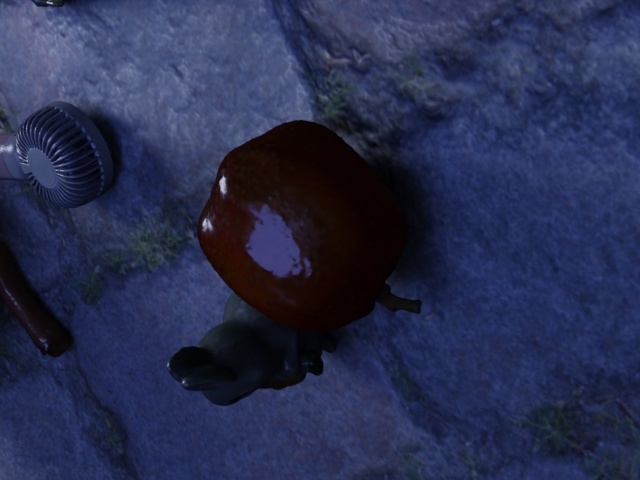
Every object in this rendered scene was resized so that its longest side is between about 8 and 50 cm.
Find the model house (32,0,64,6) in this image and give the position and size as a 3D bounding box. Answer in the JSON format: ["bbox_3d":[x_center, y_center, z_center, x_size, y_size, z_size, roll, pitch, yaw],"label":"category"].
[{"bbox_3d":[-0.355,-0.436,1.856,0.205,0.218,0.279,-156,87,-79],"label":"model house"}]

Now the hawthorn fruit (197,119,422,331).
[{"bbox_3d":[0.000,0.000,1.664,0.253,0.205,0.205,38,130,19],"label":"hawthorn fruit"}]

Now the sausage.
[{"bbox_3d":[-0.399,0.083,2.166,0.177,0.040,0.047,53,135,13],"label":"sausage"}]

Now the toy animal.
[{"bbox_3d":[-0.083,0.118,1.746,0.127,0.251,0.125,5,115,41],"label":"toy animal"}]

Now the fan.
[{"bbox_3d":[-0.356,-0.108,2.027,0.244,0.074,0.130,5,122,46],"label":"fan"}]
